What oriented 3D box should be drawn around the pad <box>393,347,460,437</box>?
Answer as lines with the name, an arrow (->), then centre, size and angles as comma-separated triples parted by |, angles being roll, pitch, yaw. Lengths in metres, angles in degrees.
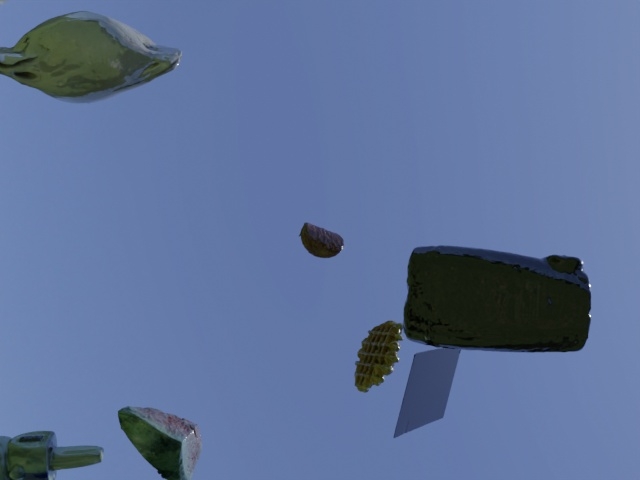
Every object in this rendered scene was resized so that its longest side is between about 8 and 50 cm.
pad -> 0.210, 0.285, 1.598 | 0.004, 0.243, 0.163 | 17, -84, 29

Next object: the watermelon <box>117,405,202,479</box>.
watermelon -> -0.269, 0.341, 1.439 | 0.081, 0.180, 0.094 | -34, -146, 22

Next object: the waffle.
waffle -> 0.129, 0.261, 1.889 | 0.191, 0.038, 0.191 | -56, -162, 28

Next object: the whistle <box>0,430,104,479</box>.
whistle -> -0.494, 0.375, 1.408 | 0.110, 0.244, 0.092 | -132, -138, -77

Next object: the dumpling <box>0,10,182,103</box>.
dumpling -> -0.464, -0.370, 1.650 | 0.181, 0.341, 0.260 | 66, -6, -23

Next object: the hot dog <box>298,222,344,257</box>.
hot dog -> 0.000, 0.000, 1.452 | 0.035, 0.083, 0.058 | -44, -147, 43

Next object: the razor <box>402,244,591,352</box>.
razor -> 0.316, 0.107, 1.500 | 0.327, 0.107, 0.189 | 3, -99, 10
